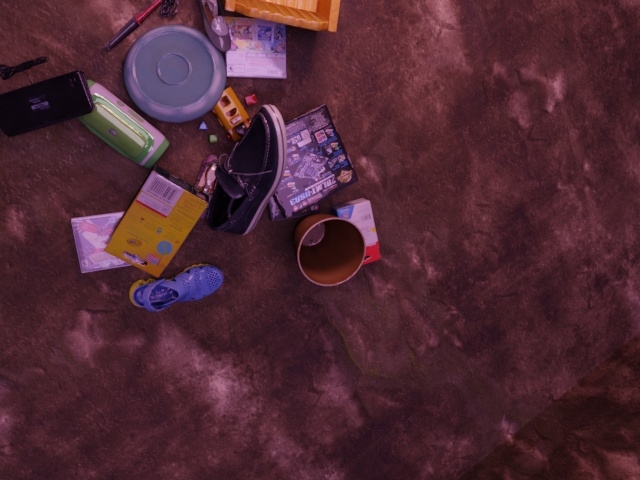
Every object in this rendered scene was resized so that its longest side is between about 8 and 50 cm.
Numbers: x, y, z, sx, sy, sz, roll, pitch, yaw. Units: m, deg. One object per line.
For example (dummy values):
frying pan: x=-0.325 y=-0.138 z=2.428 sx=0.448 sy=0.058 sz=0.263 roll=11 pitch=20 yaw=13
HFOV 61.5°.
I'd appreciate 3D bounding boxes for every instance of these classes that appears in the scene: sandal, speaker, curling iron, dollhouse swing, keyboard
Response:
sandal: x=-0.480 y=0.169 z=1.820 sx=0.318 sy=0.138 sz=0.126 roll=-18 pitch=105 yaw=-16
speaker: x=-0.621 y=-0.356 z=1.666 sx=0.296 sy=0.131 sz=0.131 roll=39 pitch=88 yaw=-21
curling iron: x=-0.552 y=-0.675 z=1.667 sx=0.274 sy=0.035 sz=0.068 roll=-38 pitch=110 yaw=-8
dollhouse swing: x=-0.110 y=-0.850 z=1.652 sx=0.347 sy=0.315 sz=0.304 roll=6 pitch=120 yaw=-19
keyboard: x=-0.822 y=-0.432 z=1.565 sx=0.317 sy=0.033 sz=0.201 roll=-12 pitch=105 yaw=12

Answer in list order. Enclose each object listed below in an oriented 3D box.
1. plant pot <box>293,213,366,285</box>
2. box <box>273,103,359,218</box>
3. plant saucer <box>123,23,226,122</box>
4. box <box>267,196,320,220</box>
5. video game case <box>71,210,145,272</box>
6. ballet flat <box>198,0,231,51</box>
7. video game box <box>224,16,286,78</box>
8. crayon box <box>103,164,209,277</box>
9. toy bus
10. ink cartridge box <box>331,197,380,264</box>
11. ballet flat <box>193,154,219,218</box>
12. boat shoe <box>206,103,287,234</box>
plant pot: x=0.000 y=0.000 z=1.869 sx=0.237 sy=0.254 sz=0.237 roll=-6 pitch=111 yaw=-17
box: x=-0.056 y=-0.269 z=1.837 sx=0.296 sy=0.073 sz=0.293 roll=-29 pitch=108 yaw=-10
plant saucer: x=-0.453 y=-0.527 z=1.674 sx=0.318 sy=0.044 sz=0.317 roll=1 pitch=86 yaw=-7
box: x=-0.106 y=-0.198 z=1.904 sx=0.183 sy=0.056 sz=0.230 roll=-11 pitch=104 yaw=-16
video game case: x=-0.696 y=0.002 z=1.772 sx=0.201 sy=0.023 sz=0.183 roll=-9 pitch=104 yaw=-16
ballet flat: x=-0.330 y=-0.697 z=1.681 sx=0.072 sy=0.068 sz=0.213 roll=-18 pitch=85 yaw=-27
video game box: x=-0.217 y=-0.633 z=1.780 sx=0.205 sy=0.048 sz=0.187 roll=-3 pitch=104 yaw=-18
crayon box: x=-0.529 y=-0.058 z=1.736 sx=0.202 sy=0.081 sz=0.318 roll=32 pitch=104 yaw=-23
toy bus: x=-0.288 y=-0.404 z=1.775 sx=0.202 sy=0.104 sz=0.190 roll=9 pitch=99 yaw=-19
ink cartridge box: x=0.133 y=-0.028 z=2.007 sx=0.134 sy=0.078 sz=0.230 roll=-16 pitch=106 yaw=-14
ballet flat: x=-0.383 y=-0.178 z=1.806 sx=0.077 sy=0.079 sz=0.221 roll=13 pitch=97 yaw=-21
boat shoe: x=-0.238 y=-0.201 z=1.689 sx=0.156 sy=0.186 sz=0.500 roll=-8 pitch=143 yaw=-36
